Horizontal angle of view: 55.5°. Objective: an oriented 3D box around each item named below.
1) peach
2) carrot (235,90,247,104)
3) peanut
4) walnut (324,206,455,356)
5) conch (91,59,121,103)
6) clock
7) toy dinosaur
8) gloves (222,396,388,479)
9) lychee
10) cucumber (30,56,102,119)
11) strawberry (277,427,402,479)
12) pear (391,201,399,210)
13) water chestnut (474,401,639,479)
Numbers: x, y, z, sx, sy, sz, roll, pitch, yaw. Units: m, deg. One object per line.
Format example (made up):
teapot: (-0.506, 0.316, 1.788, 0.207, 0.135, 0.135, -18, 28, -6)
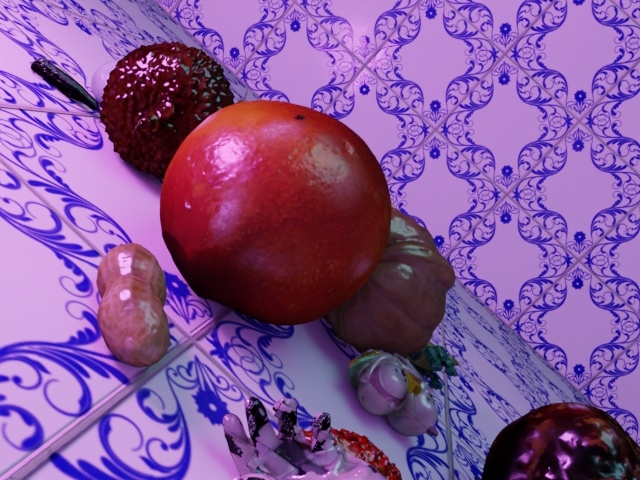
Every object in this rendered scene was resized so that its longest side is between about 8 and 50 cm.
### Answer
peach: (-0.075, -0.042, 0.985, 0.388, 0.388, 0.388, 40, 13, -11)
carrot: (-0.195, -0.192, 1.297, 0.078, 0.298, 0.078, 13, -17, 4)
peanut: (-0.225, 0.077, 0.736, 0.089, 0.089, 0.192, 33, 20, -34)
walnut: (0.128, 0.090, 1.227, 0.285, 0.285, 0.296, 28, 55, -46)
conch: (-0.420, -0.319, 1.399, 0.221, 0.121, 0.184, 28, 48, -61)
clock: (0.132, 0.274, 1.094, 0.231, 0.103, 0.144, 37, 6, -28)
toy dinosaur: (0.269, 0.286, 1.458, 0.259, 0.094, 0.153, 30, 26, -33)
gloves: (-0.021, 0.263, 0.682, 0.212, 0.127, 0.111, 28, -35, 12)
lychee: (-0.291, -0.250, 1.179, 0.264, 0.264, 0.300, 39, 20, -14)
cucumber: (-0.509, -0.308, 1.236, 0.163, 0.043, 0.039, 38, 51, -13)
strawberry: (0.039, 0.296, 0.797, 0.192, 0.085, 0.140, 44, 15, 13)
pear: (0.158, -0.026, 1.928, 0.340, 0.191, 0.386, 52, 15, 20)
water chestnut: (0.437, 0.460, 1.039, 0.335, 0.335, 0.347, 55, -12, 42)
